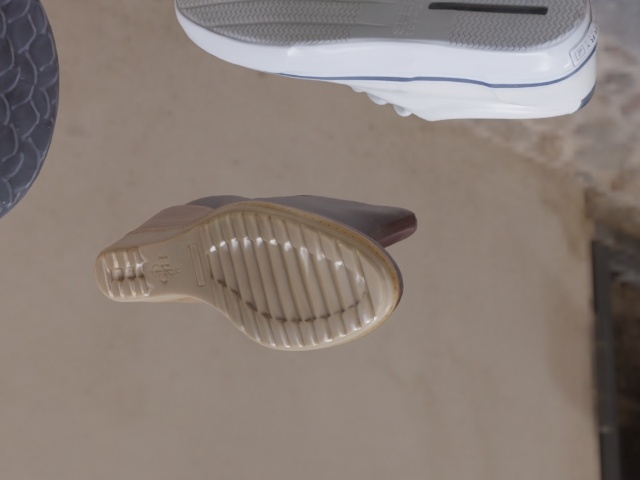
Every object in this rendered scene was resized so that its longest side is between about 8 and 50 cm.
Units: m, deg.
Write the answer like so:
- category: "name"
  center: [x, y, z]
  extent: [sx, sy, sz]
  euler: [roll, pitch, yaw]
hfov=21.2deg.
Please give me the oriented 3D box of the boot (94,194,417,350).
- category: "boot"
  center: [0.000, 0.000, 1.107]
  extent: [0.248, 0.090, 0.207]
  euler: [4, -165, 41]

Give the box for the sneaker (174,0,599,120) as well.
- category: "sneaker"
  center: [0.036, -0.111, 0.996]
  extent: [0.258, 0.094, 0.091]
  euler: [12, 150, 24]

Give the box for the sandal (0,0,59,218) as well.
- category: "sandal"
  center: [-0.173, -0.022, 0.336]
  extent: [0.254, 0.097, 0.054]
  euler: [-3, -165, -42]
